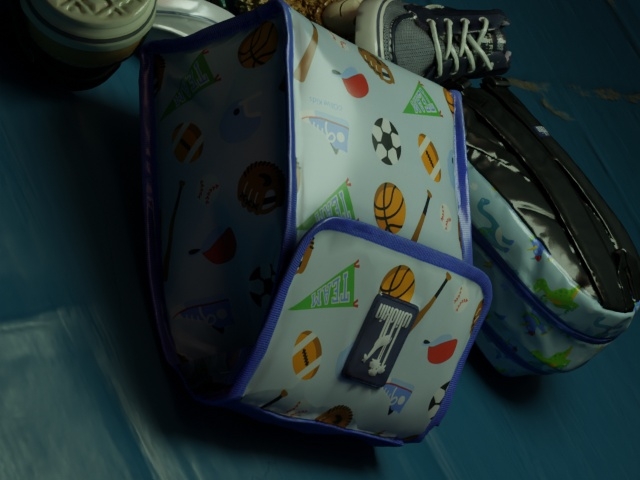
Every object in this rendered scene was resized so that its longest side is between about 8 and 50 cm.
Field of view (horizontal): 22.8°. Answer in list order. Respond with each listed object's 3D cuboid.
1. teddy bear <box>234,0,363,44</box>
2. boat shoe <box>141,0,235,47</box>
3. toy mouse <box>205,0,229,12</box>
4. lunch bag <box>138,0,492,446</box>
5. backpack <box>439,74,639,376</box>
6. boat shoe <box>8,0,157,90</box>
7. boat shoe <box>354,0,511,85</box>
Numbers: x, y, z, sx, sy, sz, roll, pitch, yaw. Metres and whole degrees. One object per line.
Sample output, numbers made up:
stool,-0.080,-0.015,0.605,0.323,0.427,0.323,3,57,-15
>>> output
teddy bear,-0.035,-0.354,2.035,0.245,0.113,0.338,-4,62,-55
boat shoe,-0.126,-0.203,1.752,0.258,0.095,0.084,14,68,-40
toy mouse,-0.151,-0.272,1.850,0.143,0.031,0.161,50,29,-8
lunch bag,0.000,0.000,1.585,0.328,0.239,0.386,20,63,-48
backpack,0.245,-0.006,1.974,0.355,0.273,0.290,39,22,17
boat shoe,-0.240,-0.370,1.641,0.186,0.156,0.500,6,58,-14
boat shoe,0.150,-0.251,1.999,0.340,0.158,0.127,-39,125,-71
